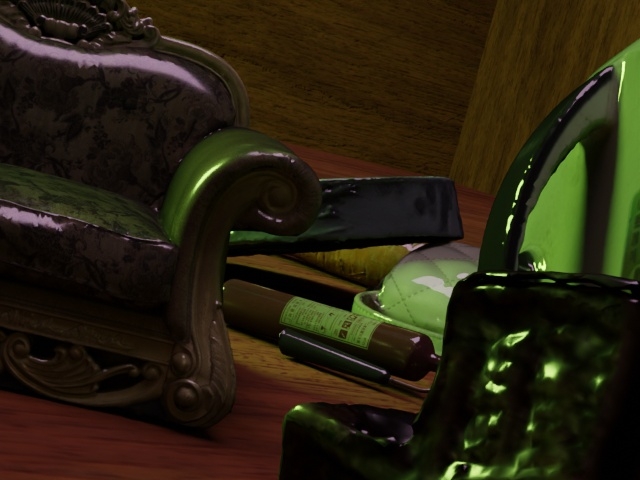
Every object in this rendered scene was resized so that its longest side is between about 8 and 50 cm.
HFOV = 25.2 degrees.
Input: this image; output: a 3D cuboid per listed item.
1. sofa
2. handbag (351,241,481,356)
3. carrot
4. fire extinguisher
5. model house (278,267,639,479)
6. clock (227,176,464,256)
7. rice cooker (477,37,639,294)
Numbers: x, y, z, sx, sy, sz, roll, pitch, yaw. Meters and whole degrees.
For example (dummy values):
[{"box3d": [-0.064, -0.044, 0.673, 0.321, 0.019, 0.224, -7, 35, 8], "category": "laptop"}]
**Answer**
[{"box3d": [-0.136, -0.040, 0.672, 0.258, 0.182, 0.200, 14, 7, -10], "category": "sofa"}, {"box3d": [0.150, 0.064, 0.939, 0.256, 0.079, 0.219, 16, 10, 22], "category": "handbag"}, {"box3d": [0.000, 0.000, 1.252, 0.247, 0.059, 0.059, 16, 6, 29], "category": "carrot"}, {"box3d": [0.010, 0.058, 0.835, 0.173, 0.035, 0.049, 15, 2, 28], "category": "fire extinguisher"}, {"box3d": [0.063, 0.072, 0.388, 0.152, 0.165, 0.106, 15, 23, 10], "category": "model house"}, {"box3d": [-0.007, -0.016, 1.063, 0.226, 0.049, 0.226, -2, -2, 0], "category": "clock"}, {"box3d": [0.185, 0.032, 0.614, 0.244, 0.226, 0.226, 14, 6, -10], "category": "rice cooker"}]
